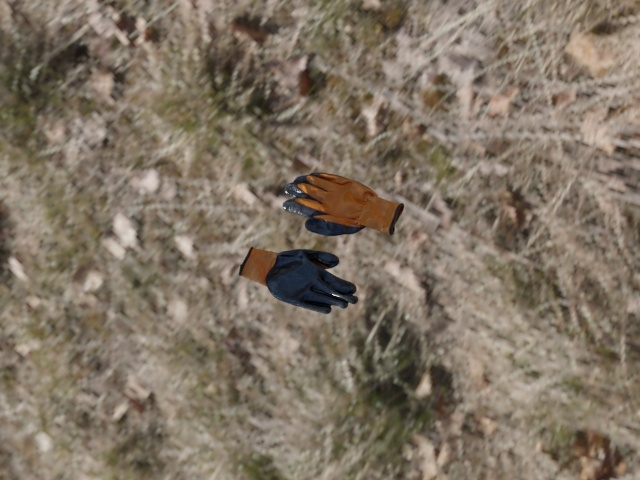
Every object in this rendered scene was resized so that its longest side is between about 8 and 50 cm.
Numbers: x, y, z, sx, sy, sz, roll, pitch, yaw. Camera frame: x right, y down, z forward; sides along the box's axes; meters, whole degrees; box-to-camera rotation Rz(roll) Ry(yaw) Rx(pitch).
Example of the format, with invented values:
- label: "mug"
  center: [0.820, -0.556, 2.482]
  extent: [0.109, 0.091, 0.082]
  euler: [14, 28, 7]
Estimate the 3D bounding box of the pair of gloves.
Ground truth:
- label: "pair of gloves"
  center: [0.000, 0.000, 0.758]
  extent: [0.074, 0.083, 0.010]
  euler: [19, 159, 24]
